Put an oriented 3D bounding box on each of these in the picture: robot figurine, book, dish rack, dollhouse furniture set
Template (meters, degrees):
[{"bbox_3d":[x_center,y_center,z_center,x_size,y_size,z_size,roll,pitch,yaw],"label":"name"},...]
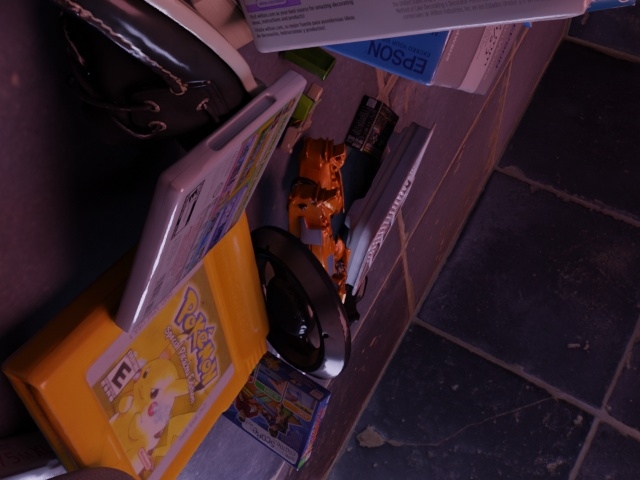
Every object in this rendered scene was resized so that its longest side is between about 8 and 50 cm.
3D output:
[{"bbox_3d":[0.000,0.000,0.936,0.291,0.084,0.211,84,11,-45],"label":"robot figurine"},{"bbox_3d":[-0.093,-0.208,0.460,0.035,0.096,0.144,-28,-176,7],"label":"book"},{"bbox_3d":[0.112,-0.063,1.162,0.286,0.072,0.333,-60,173,-20],"label":"dish rack"},{"bbox_3d":[-0.034,-0.190,0.791,0.076,0.058,0.152,-60,-179,-33],"label":"dollhouse furniture set"}]

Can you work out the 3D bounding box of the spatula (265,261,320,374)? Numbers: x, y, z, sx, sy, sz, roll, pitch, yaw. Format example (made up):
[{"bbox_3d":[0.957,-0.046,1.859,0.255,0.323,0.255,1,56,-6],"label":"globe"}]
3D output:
[{"bbox_3d":[-0.066,0.159,0.949,0.019,0.168,0.242,-25,144,-39],"label":"spatula"}]

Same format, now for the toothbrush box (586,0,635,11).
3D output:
[{"bbox_3d":[0.270,-0.430,0.643,0.126,0.216,0.296,-12,136,-8],"label":"toothbrush box"}]

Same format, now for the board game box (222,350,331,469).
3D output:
[{"bbox_3d":[-0.090,0.234,0.906,0.035,0.201,0.136,-26,139,-55],"label":"board game box"}]

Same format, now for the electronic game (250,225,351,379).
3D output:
[{"bbox_3d":[-0.038,0.087,0.826,0.048,0.229,0.229,-27,142,-32],"label":"electronic game"}]

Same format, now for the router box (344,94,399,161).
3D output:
[{"bbox_3d":[0.094,-0.199,1.082,0.092,0.038,0.122,-66,160,7],"label":"router box"}]

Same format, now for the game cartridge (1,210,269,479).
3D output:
[{"bbox_3d":[-0.167,0.127,0.687,0.324,0.052,0.286,-51,145,-42],"label":"game cartridge"}]

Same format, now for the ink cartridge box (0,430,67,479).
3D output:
[{"bbox_3d":[-0.344,0.345,0.604,0.311,0.065,0.185,-67,159,0],"label":"ink cartridge box"}]

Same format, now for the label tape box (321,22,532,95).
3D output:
[{"bbox_3d":[0.075,-0.247,0.652,0.347,0.249,0.115,-19,131,-64],"label":"label tape box"}]

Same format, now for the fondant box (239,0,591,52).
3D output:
[{"bbox_3d":[0.019,-0.283,0.319,0.096,0.238,0.330,-50,132,-36],"label":"fondant box"}]

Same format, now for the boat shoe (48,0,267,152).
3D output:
[{"bbox_3d":[-0.130,-0.122,0.461,0.113,0.127,0.340,-54,177,5],"label":"boat shoe"}]

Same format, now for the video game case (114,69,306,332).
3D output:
[{"bbox_3d":[-0.101,-0.034,0.543,0.193,0.023,0.212,-53,178,-44],"label":"video game case"}]

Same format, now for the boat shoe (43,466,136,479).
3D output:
[{"bbox_3d":[-0.287,0.275,0.450,0.335,0.121,0.119,5,106,-44],"label":"boat shoe"}]

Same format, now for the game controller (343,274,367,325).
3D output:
[{"bbox_3d":[0.029,0.138,1.332,0.319,0.067,0.167,5,95,-70],"label":"game controller"}]
